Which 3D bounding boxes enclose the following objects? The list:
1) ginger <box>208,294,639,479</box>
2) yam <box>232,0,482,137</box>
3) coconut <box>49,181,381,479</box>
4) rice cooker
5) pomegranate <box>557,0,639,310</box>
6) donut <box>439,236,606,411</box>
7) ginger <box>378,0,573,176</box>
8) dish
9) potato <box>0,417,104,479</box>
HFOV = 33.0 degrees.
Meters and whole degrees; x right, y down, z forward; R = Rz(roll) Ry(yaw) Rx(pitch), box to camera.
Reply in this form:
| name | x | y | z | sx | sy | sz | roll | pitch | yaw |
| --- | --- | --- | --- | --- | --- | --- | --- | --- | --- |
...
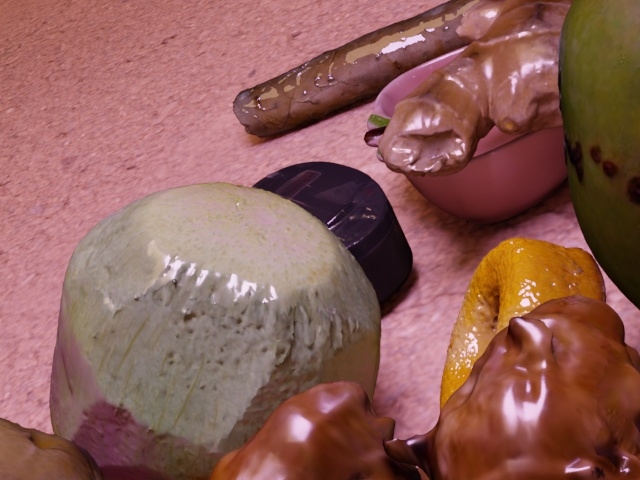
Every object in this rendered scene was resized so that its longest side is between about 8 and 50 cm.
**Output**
| name | x | y | z | sx | sy | sz | roll | pitch | yaw |
| --- | --- | --- | --- | --- | --- | --- | --- | --- | --- |
| ginger | 0.091 | 0.172 | 0.459 | 0.357 | 0.152 | 0.274 | -21 | 51 | 10 |
| yam | 0.055 | -0.191 | 1.174 | 0.317 | 0.067 | 0.071 | -21 | 43 | 15 |
| coconut | -0.076 | 0.079 | 0.730 | 0.236 | 0.236 | 0.204 | -35 | 54 | -12 |
| rice cooker | 0.000 | 0.000 | 0.891 | 0.112 | 0.106 | 0.165 | -41 | 28 | -21 |
| pomegranate | 0.248 | -0.074 | 0.615 | 0.290 | 0.291 | 0.323 | -31 | 35 | -5 |
| donut | 0.118 | 0.067 | 0.656 | 0.152 | 0.058 | 0.152 | -161 | 90 | -82 |
| ginger | 0.170 | -0.153 | 0.835 | 0.147 | 0.081 | 0.334 | -3 | 36 | 38 |
| dish | 0.143 | -0.087 | 0.919 | 0.213 | 0.090 | 0.213 | -19 | 31 | 12 |
| potato | -0.213 | 0.251 | 0.562 | 0.202 | 0.218 | 0.351 | 5 | 40 | 14 |
